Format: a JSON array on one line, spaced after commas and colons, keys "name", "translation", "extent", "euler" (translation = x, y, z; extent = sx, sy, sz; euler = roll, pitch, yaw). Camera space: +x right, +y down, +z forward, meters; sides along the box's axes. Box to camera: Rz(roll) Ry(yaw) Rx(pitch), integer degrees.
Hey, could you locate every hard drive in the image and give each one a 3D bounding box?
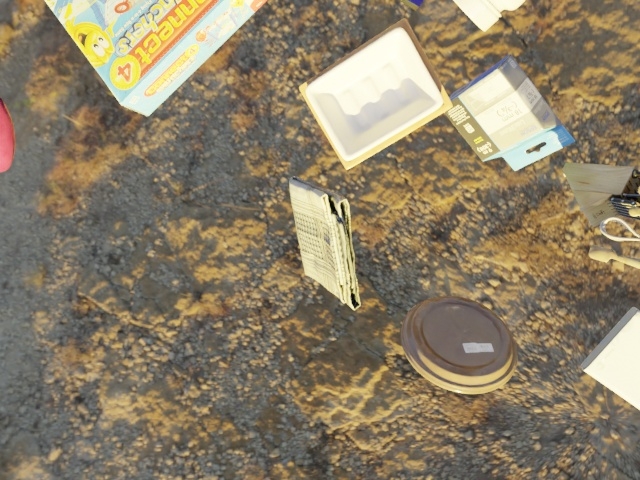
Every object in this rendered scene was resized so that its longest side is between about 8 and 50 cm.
[{"name": "hard drive", "translation": [0.851, 0.335, 1.481], "extent": [0.307, 0.040, 0.203], "euler": [35, 105, 0]}]

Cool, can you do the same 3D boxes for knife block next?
[{"name": "knife block", "translation": [0.831, -0.158, 1.627], "extent": [0.242, 0.088, 0.276], "euler": [-31, 36, 27]}]

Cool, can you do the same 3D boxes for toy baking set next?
[{"name": "toy baking set", "translation": [0.735, -0.013, 1.293], "extent": [0.256, 0.030, 0.197], "euler": [-50, 59, 23]}]

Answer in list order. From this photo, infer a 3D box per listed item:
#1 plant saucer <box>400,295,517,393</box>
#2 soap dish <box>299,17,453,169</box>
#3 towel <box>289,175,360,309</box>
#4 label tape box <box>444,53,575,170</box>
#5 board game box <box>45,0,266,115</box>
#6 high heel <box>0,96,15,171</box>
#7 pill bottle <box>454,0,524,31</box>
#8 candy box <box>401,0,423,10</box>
[{"name": "plant saucer", "translation": [0.326, 0.229, 1.373], "extent": [0.277, 0.041, 0.278], "euler": [4, 43, -4]}, {"name": "soap dish", "translation": [0.130, -0.340, 1.393], "extent": [0.290, 0.118, 0.229], "euler": [-29, 96, 15]}, {"name": "towel", "translation": [0.000, 0.000, 1.590], "extent": [0.324, 0.056, 0.313], "euler": [30, 132, 60]}, {"name": "label tape box", "translation": [0.568, -0.356, 1.796], "extent": [0.106, 0.334, 0.240], "euler": [-48, 11, -35]}, {"name": "board game box", "translation": [-0.296, -0.433, 1.012], "extent": [0.308, 0.086, 0.302], "euler": [-41, 78, 11]}, {"name": "high heel", "translation": [-0.557, -0.195, 0.787], "extent": [0.127, 0.377, 0.181], "euler": [3, 50, 14]}, {"name": "pill bottle", "translation": [0.413, -0.599, 1.248], "extent": [0.283, 0.160, 0.160], "euler": [-43, 60, 26]}, {"name": "candy box", "translation": [0.190, -0.718, 1.352], "extent": [0.268, 0.317, 0.122], "euler": [28, 79, -8]}]
